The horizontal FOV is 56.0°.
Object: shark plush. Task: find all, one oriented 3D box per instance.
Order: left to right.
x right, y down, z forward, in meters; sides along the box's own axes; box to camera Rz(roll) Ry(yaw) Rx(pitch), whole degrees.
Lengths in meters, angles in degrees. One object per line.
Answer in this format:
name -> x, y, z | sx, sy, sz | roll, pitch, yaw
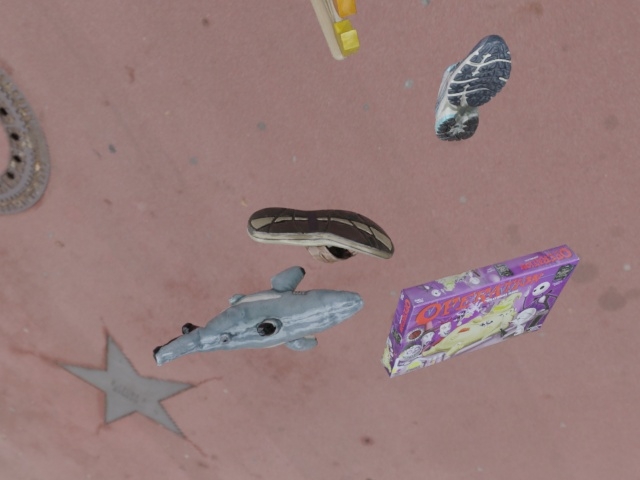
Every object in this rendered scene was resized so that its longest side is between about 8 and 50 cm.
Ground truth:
shark plush -> -0.049, 0.058, 0.470 | 0.161, 0.067, 0.073 | 1, 91, -28

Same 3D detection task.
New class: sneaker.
sneaker -> 0.288, -0.324, 1.218 | 0.110, 0.122, 0.283 | -1, 156, -10

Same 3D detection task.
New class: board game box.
board game box -> 0.285, 0.127, 1.086 | 0.346, 0.056, 0.208 | -13, 134, -20

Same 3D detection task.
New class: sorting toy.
sorting toy -> 0.007, -0.343, 0.747 | 0.041, 0.307, 0.229 | -18, 150, 1

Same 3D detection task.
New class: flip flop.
flip flop -> 0.000, 0.000, 1.127 | 0.276, 0.112, 0.080 | 4, 124, -6
